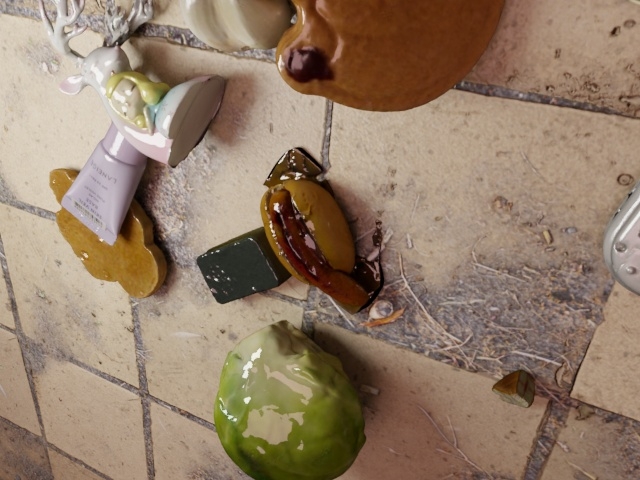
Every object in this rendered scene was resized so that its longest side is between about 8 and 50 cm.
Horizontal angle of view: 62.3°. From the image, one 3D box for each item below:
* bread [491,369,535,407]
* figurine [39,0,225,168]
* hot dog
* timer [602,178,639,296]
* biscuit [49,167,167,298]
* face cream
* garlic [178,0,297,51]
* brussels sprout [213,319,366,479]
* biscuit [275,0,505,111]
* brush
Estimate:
[{"bbox_3d":[0.351,0.262,0.946,0.043,0.062,0.109,45,168,4],"label":"bread"},{"bbox_3d":[-0.333,-0.333,0.948,0.316,0.206,0.284,30,130,5],"label":"figurine"},{"bbox_3d":[-0.005,0.001,0.972,0.326,0.107,0.194,47,125,0],"label":"hot dog"},{"bbox_3d":[0.533,0.002,0.697,0.262,0.087,0.236,29,123,12],"label":"timer"},{"bbox_3d":[-0.508,-0.025,1.258,0.376,0.051,0.269,49,123,0],"label":"biscuit"},{"bbox_3d":[-0.447,-0.132,1.124,0.154,0.096,0.273,37,115,0],"label":"face cream"},{"bbox_3d":[-0.079,-0.395,0.778,0.281,0.203,0.184,-46,53,4],"label":"garlic"},{"bbox_3d":[-0.062,0.334,1.085,0.345,0.268,0.343,1,95,16],"label":"brussels sprout"},{"bbox_3d":[0.089,-0.387,0.656,0.350,0.078,0.454,-15,120,-7],"label":"biscuit"},{"bbox_3d":[-0.165,0.056,1.112,0.197,0.059,0.123,-21,101,34],"label":"brush"}]
